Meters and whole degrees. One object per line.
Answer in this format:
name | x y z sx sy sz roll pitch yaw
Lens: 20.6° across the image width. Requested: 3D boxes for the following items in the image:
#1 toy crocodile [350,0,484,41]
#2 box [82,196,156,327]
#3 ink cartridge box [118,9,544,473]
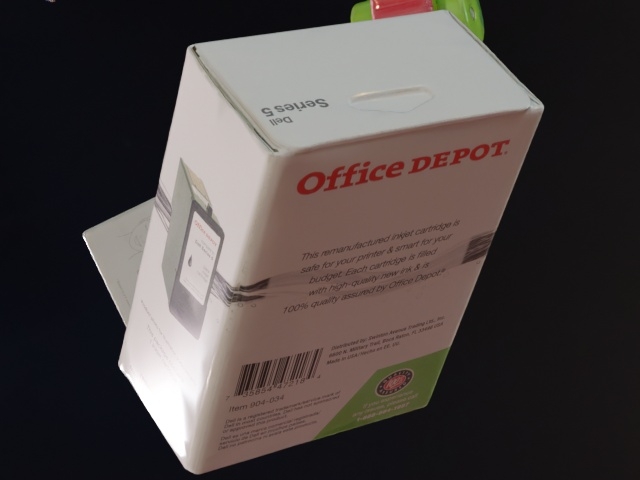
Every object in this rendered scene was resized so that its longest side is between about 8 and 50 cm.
toy crocodile | 0.083 -0.271 1.641 0.115 0.340 0.105 -11 -25 20
box | -0.098 0.014 1.520 0.170 0.130 0.091 -25 0 -1
ink cartridge box | 0.000 0.000 1.128 0.198 0.115 0.273 -12 -43 -31
